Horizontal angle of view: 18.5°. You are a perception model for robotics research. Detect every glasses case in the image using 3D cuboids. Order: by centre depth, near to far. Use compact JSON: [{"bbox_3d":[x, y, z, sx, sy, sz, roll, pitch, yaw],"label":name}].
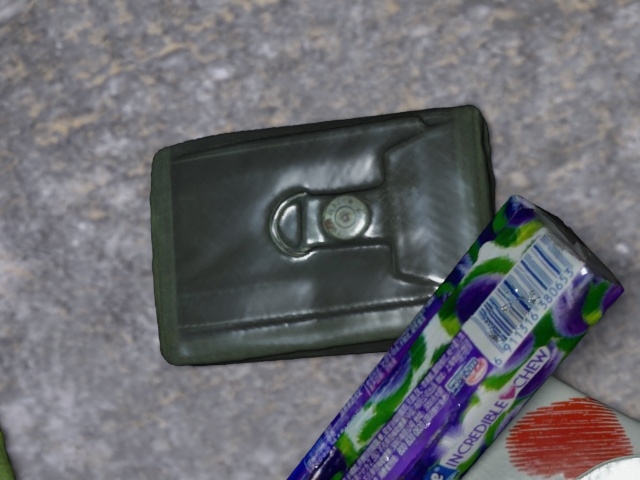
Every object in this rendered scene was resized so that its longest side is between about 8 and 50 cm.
[{"bbox_3d":[0.220,0.183,1.288,0.308,0.083,0.128,23,90,10],"label":"glasses case"}]

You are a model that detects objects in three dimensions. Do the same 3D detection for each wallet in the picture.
[{"bbox_3d":[0.000,0.000,1.360,0.245,0.052,0.169,-6,82,11],"label":"wallet"}]

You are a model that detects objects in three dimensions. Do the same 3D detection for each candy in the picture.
[{"bbox_3d":[0.069,0.113,1.283,0.312,0.061,0.088,-51,47,16],"label":"candy"}]

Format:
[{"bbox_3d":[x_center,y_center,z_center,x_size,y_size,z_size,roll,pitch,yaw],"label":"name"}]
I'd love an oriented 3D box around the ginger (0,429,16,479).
[{"bbox_3d":[-0.285,0.159,1.374,0.137,0.089,0.290,-11,85,17],"label":"ginger"}]
